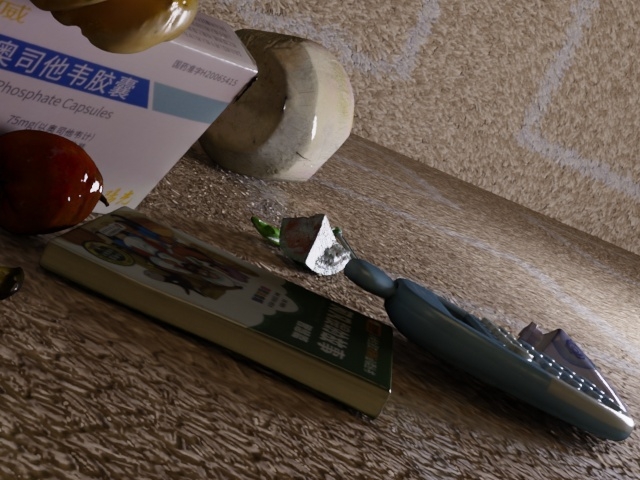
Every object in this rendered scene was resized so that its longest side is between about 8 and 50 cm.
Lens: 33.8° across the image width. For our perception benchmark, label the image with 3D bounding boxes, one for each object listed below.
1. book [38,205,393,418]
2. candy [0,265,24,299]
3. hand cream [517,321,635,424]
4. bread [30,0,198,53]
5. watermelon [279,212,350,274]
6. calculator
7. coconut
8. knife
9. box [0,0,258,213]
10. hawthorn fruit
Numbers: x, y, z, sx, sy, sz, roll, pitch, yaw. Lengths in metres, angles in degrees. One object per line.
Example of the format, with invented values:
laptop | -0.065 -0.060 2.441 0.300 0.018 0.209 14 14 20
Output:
book | -0.067 0.047 0.833 0.264 0.027 0.202 24 9 1
candy | -0.224 0.030 0.409 0.187 0.081 0.297 20 11 -14
hand cream | 0.271 0.137 1.108 0.142 0.053 0.084 36 11 6
bread | -0.189 -0.268 0.709 0.311 0.121 0.173 47 23 -10
watermelon | 0.000 0.000 1.118 0.085 0.061 0.085 20 27 -11
calculator | 0.152 0.099 0.970 0.302 0.042 0.188 27 5 -3
coconut | -0.068 -0.194 1.527 0.227 0.227 0.230 28 10 21
knife | -0.018 0.003 1.180 0.166 0.022 0.078 12 29 -46
box | -0.221 -0.121 0.829 0.343 0.200 0.065 9 41 -57
hawthorn fruit | -0.207 -0.043 0.807 0.081 0.081 0.093 32 20 35
